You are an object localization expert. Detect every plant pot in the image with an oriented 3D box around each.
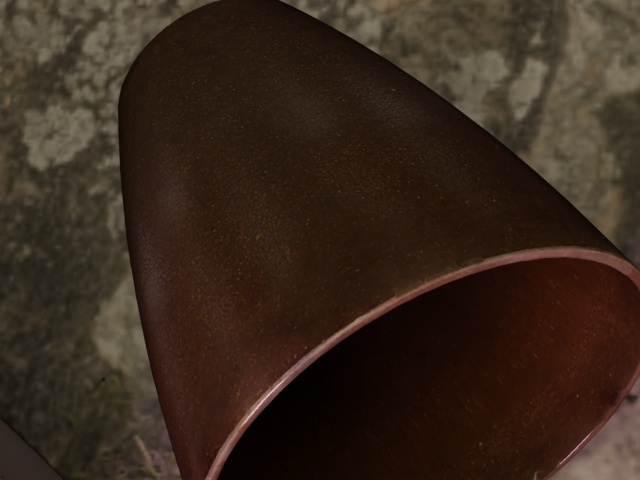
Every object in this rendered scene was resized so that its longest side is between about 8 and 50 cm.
[{"bbox_3d":[0.000,0.000,0.753,0.215,0.215,0.230,-35,55,6],"label":"plant pot"}]

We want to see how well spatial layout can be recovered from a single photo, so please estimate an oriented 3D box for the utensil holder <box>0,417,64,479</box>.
[{"bbox_3d":[-0.313,0.214,0.713,0.327,0.327,0.385,39,89,21],"label":"utensil holder"}]
